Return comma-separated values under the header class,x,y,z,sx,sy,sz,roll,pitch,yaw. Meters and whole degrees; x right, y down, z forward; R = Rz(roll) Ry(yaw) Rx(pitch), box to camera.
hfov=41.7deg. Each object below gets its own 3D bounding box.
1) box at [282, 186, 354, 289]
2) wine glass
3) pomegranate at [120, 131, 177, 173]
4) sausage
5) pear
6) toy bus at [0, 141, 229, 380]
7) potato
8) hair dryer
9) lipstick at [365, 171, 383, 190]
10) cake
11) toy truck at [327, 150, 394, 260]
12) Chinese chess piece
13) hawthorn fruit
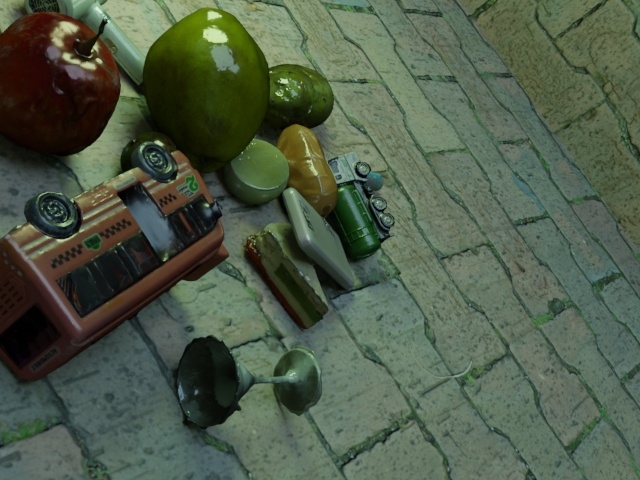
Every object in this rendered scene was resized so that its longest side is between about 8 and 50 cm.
class,x,y,z,sx,sy,sz,roll,pitch,yaw
box,0.000,0.000,1.751,0.285,0.044,0.142,46,21,-60
wine glass,-0.111,0.238,1.425,0.232,0.156,0.156,10,51,-49
pomegranate,-0.309,-0.136,1.579,0.142,0.114,0.114,55,27,-36
sausage,-0.038,-0.150,1.871,0.120,0.136,0.241,4,51,-38
pear,-0.225,-0.298,1.670,0.269,0.269,0.321,11,76,-43
toy bus,-0.335,0.022,1.317,0.233,0.203,0.427,54,35,-3
potato,-0.064,-0.340,2.009,0.176,0.141,0.298,52,22,6
hair dryer,-0.423,-0.404,1.713,0.357,0.107,0.173,48,37,-15
lipstick,0.090,-0.155,2.086,0.158,0.048,0.048,7,53,-45
cake,-0.074,0.061,1.667,0.117,0.086,0.220,12,50,-43
toy truck,0.074,-0.076,1.938,0.125,0.101,0.242,-18,78,-29
Chinese chess piece,-0.137,-0.146,1.783,0.144,0.058,0.144,12,55,-17
hawthorn fruit,-0.436,-0.283,1.420,0.242,0.272,0.242,38,27,-24
